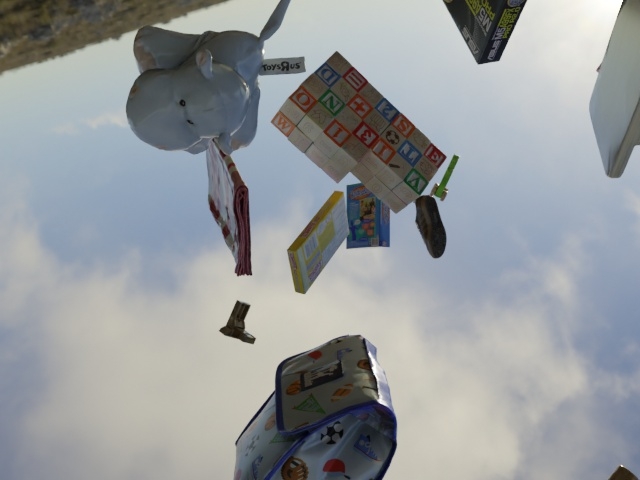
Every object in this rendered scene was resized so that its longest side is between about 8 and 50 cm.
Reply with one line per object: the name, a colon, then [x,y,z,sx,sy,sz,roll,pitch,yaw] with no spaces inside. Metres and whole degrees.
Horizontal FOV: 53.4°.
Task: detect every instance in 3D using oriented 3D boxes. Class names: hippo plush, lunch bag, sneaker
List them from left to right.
hippo plush: [-0.164,-0.202,0.971,0.295,0.234,0.236,-10,-144,5]
lunch bag: [-0.010,0.389,1.260,0.385,0.239,0.328,-53,-168,10]
sneaker: [0.317,-0.040,1.861,0.066,0.188,0.071,-11,-175,-28]

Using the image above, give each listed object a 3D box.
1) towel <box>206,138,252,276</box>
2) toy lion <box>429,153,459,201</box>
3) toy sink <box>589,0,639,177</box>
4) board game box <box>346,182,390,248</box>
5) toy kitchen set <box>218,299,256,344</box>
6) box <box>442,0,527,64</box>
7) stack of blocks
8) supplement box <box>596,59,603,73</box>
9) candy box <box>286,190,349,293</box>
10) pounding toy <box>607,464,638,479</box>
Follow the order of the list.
towel: [-0.216,-0.103,1.429,0.037,0.236,0.329,-11,-142,-18]
toy lion: [0.266,-0.135,1.343,0.034,0.096,0.100,26,-164,7]
toy sink: [0.425,-0.201,0.754,0.131,0.234,0.152,2,-129,6]
board game box: [0.148,-0.079,2.003,0.047,0.210,0.160,3,175,-38]
toy kitchen set: [-0.185,0.183,1.446,0.068,0.075,0.083,23,-178,-41]
box: [0.352,-0.564,1.406,0.060,0.216,0.269,-11,-117,-13]
stack of blocks: [0.076,-0.190,1.204,0.171,0.297,0.087,-52,-173,-33]
supplement box: [0.598,-0.358,1.087,0.220,0.114,0.111,-58,-178,9]
candy box: [0.000,0.000,1.235,0.027,0.105,0.206,12,-139,24]
pounding toy: [0.486,0.428,0.908,0.094,0.181,0.206,-49,-134,1]
